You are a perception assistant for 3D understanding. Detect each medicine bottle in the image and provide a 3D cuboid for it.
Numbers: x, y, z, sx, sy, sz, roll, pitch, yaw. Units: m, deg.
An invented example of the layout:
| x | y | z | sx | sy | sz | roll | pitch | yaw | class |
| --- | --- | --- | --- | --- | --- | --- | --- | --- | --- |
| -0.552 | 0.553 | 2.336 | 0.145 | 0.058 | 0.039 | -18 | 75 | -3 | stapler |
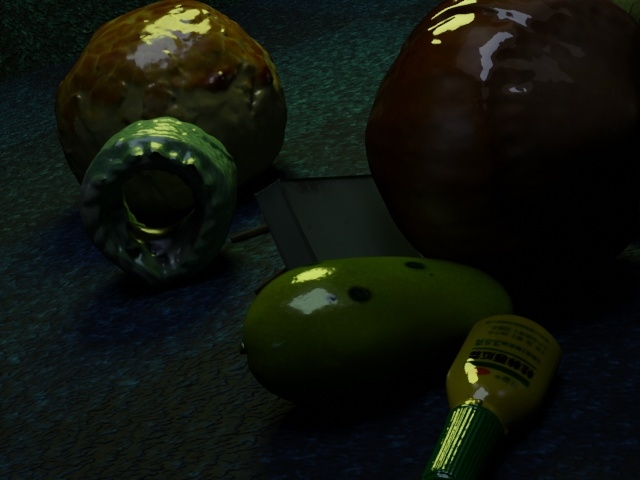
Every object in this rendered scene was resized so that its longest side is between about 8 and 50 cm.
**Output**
| x | y | z | sx | sy | sz | roll | pitch | yaw | class |
| --- | --- | --- | --- | --- | --- | --- | --- | --- | --- |
| 0.153 | 0.157 | 1.186 | 0.094 | 0.064 | 0.260 | 18 | 35 | 15 | medicine bottle |

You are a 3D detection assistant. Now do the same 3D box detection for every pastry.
| x | y | z | sx | sy | sz | roll | pitch | yaw | class |
| --- | --- | --- | --- | --- | --- | --- | --- | --- | --- |
| -0.244 | -0.219 | 2.049 | 0.388 | 0.313 | 0.388 | -14 | 17 | 4 | pastry |

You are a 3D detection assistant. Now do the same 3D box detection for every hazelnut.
| x | y | z | sx | sy | sz | roll | pitch | yaw | class |
| --- | --- | --- | --- | --- | --- | --- | --- | --- | --- |
| 0.209 | -0.122 | 1.444 | 0.315 | 0.373 | 0.372 | 7 | 2 | -45 | hazelnut |

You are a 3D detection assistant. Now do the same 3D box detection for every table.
| x | y | z | sx | sy | sz | roll | pitch | yaw | class |
| --- | --- | --- | --- | --- | --- | --- | --- | --- | --- |
| 0.000 | 0.000 | 1.528 | 0.111 | 0.122 | 0.240 | -30 | -12 | 29 | table |

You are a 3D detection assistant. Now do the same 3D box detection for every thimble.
| x | y | z | sx | sy | sz | roll | pitch | yaw | class |
| --- | --- | --- | --- | --- | --- | --- | --- | --- | --- |
| -0.219 | -0.051 | 1.746 | 0.218 | 0.219 | 0.150 | -11 | 20 | 6 | thimble |

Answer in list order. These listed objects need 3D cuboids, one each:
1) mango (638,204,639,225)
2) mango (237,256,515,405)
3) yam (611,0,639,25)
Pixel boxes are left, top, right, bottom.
| x | y | z | sx | sy | sz | roll | pitch | yaw | class |
| --- | --- | --- | --- | --- | --- | --- | --- | --- | --- |
| 0.429 | -0.055 | 1.546 | 0.165 | 0.074 | 0.091 | -12 | 23 | 6 | mango |
| 0.058 | 0.085 | 1.334 | 0.293 | 0.143 | 0.175 | -9 | 19 | -16 | mango |
| 0.652 | -0.398 | 2.160 | 0.304 | 0.168 | 0.168 | -1 | 24 | 28 | yam |
